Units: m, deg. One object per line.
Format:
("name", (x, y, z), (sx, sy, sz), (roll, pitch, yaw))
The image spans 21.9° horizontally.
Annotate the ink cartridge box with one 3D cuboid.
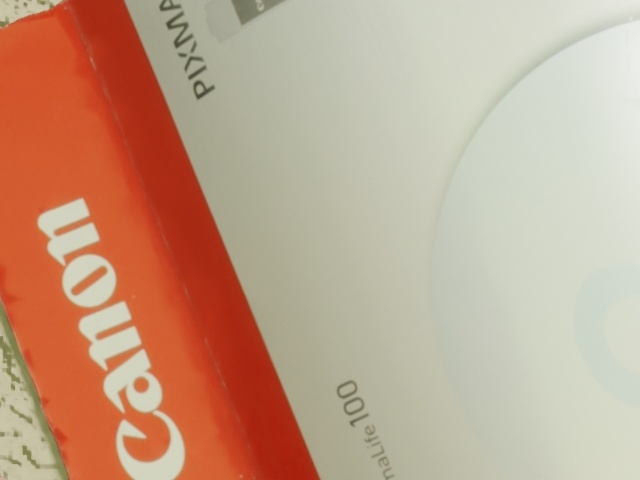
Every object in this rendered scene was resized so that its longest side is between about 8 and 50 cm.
("ink cartridge box", (0.000, 0.000, 0.675), (0.385, 0.091, 0.308), (-22, 81, -5))
